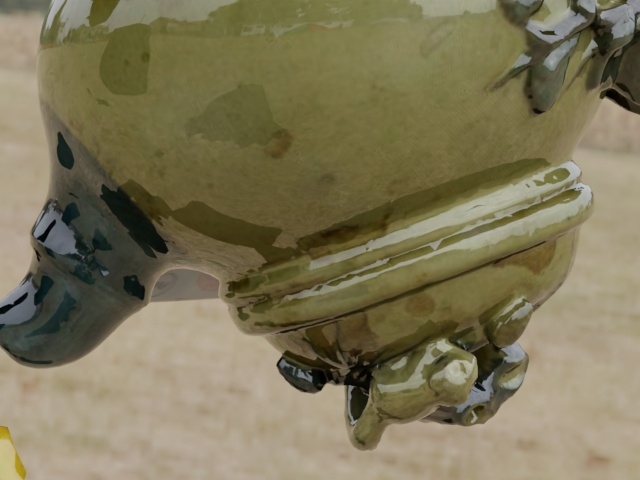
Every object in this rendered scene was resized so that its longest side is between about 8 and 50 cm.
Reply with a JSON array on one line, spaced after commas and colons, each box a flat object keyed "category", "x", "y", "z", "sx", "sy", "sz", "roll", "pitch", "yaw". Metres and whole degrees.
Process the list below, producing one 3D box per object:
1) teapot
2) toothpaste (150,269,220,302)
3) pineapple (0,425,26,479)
[{"category": "teapot", "x": 0.026, "y": -0.035, "z": 0.566, "sx": 0.269, "sy": 0.183, "sz": 0.173, "roll": -18, "pitch": 2, "yaw": -5}, {"category": "toothpaste", "x": 0.000, "y": 0.000, "z": 1.139, "sx": 0.100, "sy": 0.066, "sz": 0.323, "roll": -35, "pitch": -15, "yaw": 32}, {"category": "pineapple", "x": -0.134, "y": 0.158, "z": 0.365, "sx": 0.164, "sy": 0.140, "sz": 0.250, "roll": -25, "pitch": 25, "yaw": 29}]
